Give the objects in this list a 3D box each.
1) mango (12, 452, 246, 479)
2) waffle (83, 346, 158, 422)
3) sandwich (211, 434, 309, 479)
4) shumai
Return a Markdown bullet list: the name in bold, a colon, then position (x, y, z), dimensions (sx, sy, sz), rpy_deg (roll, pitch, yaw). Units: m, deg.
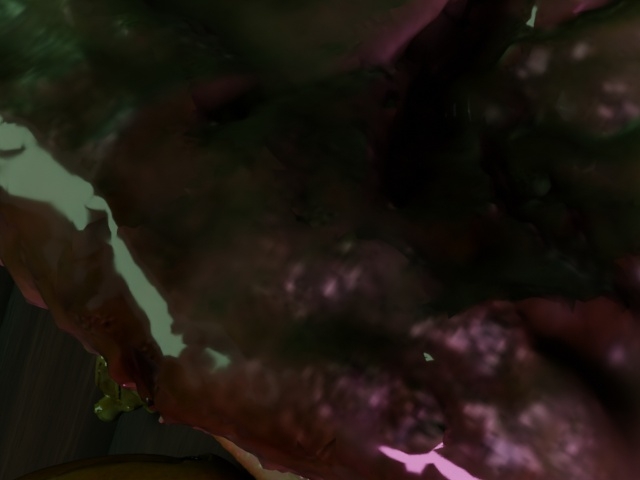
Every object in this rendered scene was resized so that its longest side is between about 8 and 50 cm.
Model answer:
- **mango**: position (-0.143, 0.204, 1.073), dimensions (0.236, 0.136, 0.166), rpy_deg (-20, 17, 32)
- **waffle**: position (-0.101, -0.019, 1.185), dimensions (0.300, 0.058, 0.281), rpy_deg (-60, 34, 32)
- **sandwich**: position (-0.022, 0.052, 0.975), dimensions (0.090, 0.088, 0.244), rpy_deg (-50, 39, 39)
- **shumai**: position (0.066, -0.065, 0.631), dimensions (0.397, 0.324, 0.323), rpy_deg (33, 91, 23)
